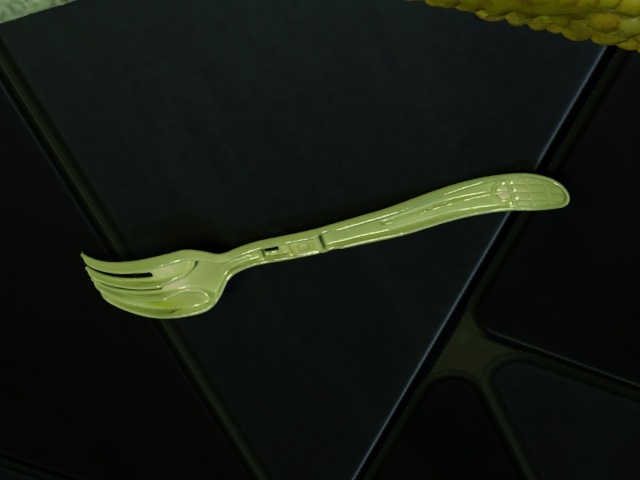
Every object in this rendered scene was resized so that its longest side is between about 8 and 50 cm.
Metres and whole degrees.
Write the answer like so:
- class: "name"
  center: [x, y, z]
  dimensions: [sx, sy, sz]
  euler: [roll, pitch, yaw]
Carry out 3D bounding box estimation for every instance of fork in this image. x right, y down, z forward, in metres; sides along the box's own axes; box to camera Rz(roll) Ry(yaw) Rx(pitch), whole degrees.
- class: "fork"
  center: [-0.001, 0.004, 0.735]
  dimensions: [0.219, 0.028, 0.034]
  euler: [-10, 122, 14]

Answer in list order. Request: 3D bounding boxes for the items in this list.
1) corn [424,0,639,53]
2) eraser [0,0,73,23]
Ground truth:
- class: "corn"
  center: [0.131, -0.103, 0.602]
  dimensions: [0.320, 0.097, 0.097]
  euler: [16, 128, -7]
- class: "eraser"
  center: [-0.132, -0.176, 0.592]
  dimensions: [0.092, 0.046, 0.212]
  euler: [-12, 126, 28]
